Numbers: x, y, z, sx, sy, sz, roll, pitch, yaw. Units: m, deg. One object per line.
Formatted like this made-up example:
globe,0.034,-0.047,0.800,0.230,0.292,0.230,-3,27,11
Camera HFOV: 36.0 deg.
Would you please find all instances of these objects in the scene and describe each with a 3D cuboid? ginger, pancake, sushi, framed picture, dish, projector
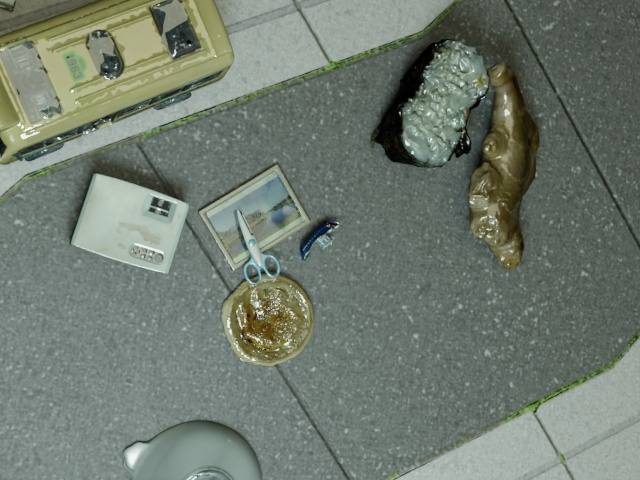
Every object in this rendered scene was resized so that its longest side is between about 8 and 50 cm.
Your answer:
ginger,0.304,-0.116,1.626,0.166,0.080,0.333,4,90,-52
pancake,-0.080,0.125,1.534,0.152,0.025,0.151,0,89,-19
sushi,0.188,-0.213,1.577,0.147,0.115,0.212,25,82,-14
framed picture,-0.102,-0.036,1.536,0.149,0.011,0.109,-33,99,-15
dish,-0.178,0.390,1.469,0.236,0.086,0.227,7,88,-17
projector,-0.282,-0.024,1.452,0.147,0.061,0.115,19,85,-17

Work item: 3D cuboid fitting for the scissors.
scissors,-0.106,0.008,1.518,0.058,0.014,0.119,-23,92,-13

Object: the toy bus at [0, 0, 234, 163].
toy bus,-0.315,-0.244,1.371,0.365,0.202,0.177,-26,98,-16

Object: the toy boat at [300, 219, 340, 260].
toy boat,0.000,0.000,1.555,0.038,0.038,0.083,46,77,-12

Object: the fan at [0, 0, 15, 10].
fan,-0.599,-0.380,1.380,0.335,0.011,0.229,16,85,-15
